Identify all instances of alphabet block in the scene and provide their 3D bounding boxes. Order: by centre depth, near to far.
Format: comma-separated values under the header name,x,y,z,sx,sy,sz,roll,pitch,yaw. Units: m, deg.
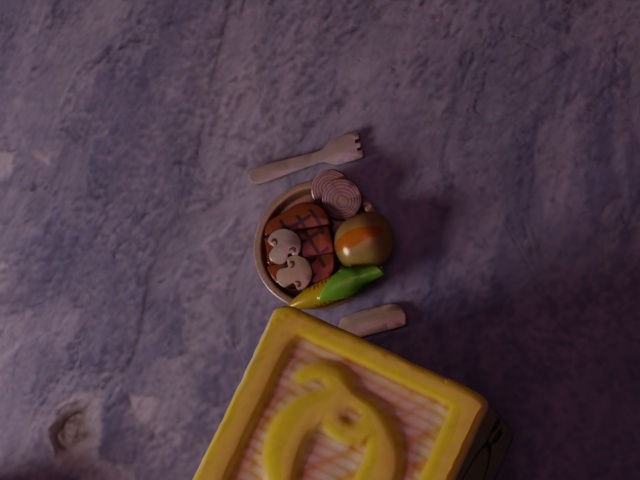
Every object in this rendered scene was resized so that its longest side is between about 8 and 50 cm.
name,x,y,z,sx,sy,sz,roll,pitch,yaw
alphabet block,0.030,0.188,1.276,0.193,0.197,0.192,22,83,18

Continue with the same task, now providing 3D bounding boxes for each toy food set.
name,x,y,z,sx,sy,sz,roll,pitch,yaw
toy food set,0.000,0.000,1.413,0.132,0.038,0.192,-17,73,9
